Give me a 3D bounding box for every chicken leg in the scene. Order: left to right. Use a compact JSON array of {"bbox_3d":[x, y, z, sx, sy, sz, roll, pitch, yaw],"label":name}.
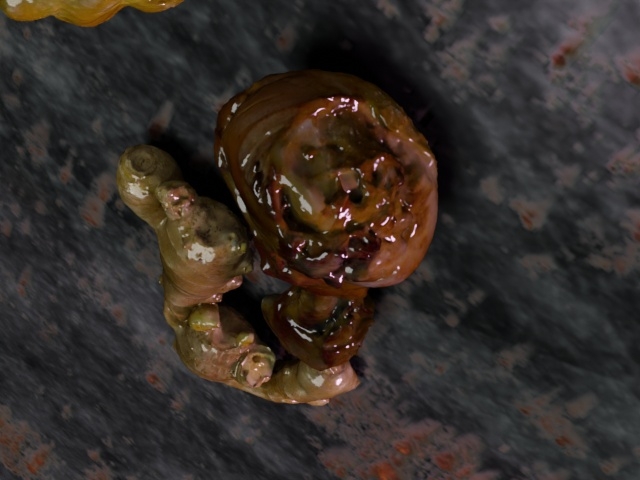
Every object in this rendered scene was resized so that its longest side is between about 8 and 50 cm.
[{"bbox_3d":[0.003,-0.001,0.890,0.107,0.087,0.251,51,164,20],"label":"chicken leg"}]

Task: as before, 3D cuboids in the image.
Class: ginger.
[{"bbox_3d":[-0.062,0.037,1.049,0.193,0.052,0.176,41,148,-3],"label":"ginger"}]

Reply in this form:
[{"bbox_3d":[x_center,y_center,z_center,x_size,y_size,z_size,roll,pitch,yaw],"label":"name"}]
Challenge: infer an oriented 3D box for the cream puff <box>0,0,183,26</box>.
[{"bbox_3d":[-0.086,-0.151,0.737,0.146,0.146,0.116,26,-171,26],"label":"cream puff"}]
